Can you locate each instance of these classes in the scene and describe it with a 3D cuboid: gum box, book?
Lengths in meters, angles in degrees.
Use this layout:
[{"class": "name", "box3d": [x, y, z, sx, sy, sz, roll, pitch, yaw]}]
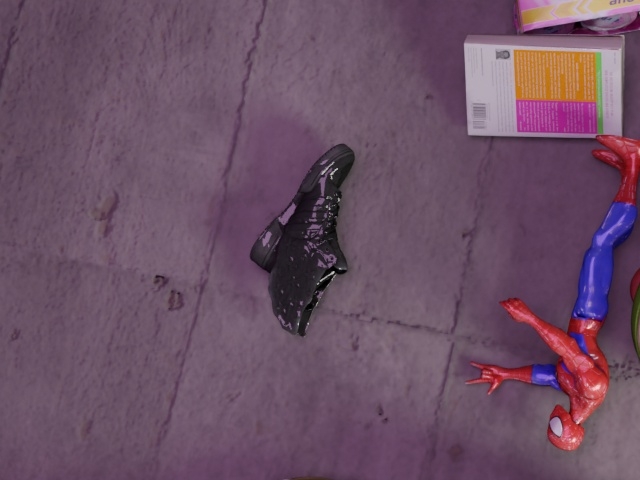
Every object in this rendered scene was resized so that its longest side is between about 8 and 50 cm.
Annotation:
[{"class": "gum box", "box3d": [0.266, -0.250, 1.781, 0.188, 0.062, 0.107, -9, 77, 12]}, {"class": "book", "box3d": [0.206, -0.140, 1.766, 0.144, 0.035, 0.096, 3, 120, 13]}]

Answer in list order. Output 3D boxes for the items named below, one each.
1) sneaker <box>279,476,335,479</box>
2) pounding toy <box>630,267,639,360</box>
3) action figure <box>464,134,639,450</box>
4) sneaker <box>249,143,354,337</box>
[{"class": "sneaker", "box3d": [-0.152, 0.316, 1.703, 0.410, 0.182, 0.158, -21, 75, 8]}, {"class": "pounding toy", "box3d": [0.346, 0.015, 1.678, 0.183, 0.110, 0.237, -1, 116, -16]}, {"class": "action figure", "box3d": [0.208, 0.045, 1.722, 0.139, 0.091, 0.280, 7, 80, 8]}, {"class": "sneaker", "box3d": [-0.001, 0.000, 1.802, 0.089, 0.051, 0.170, 40, 95, 17]}]
